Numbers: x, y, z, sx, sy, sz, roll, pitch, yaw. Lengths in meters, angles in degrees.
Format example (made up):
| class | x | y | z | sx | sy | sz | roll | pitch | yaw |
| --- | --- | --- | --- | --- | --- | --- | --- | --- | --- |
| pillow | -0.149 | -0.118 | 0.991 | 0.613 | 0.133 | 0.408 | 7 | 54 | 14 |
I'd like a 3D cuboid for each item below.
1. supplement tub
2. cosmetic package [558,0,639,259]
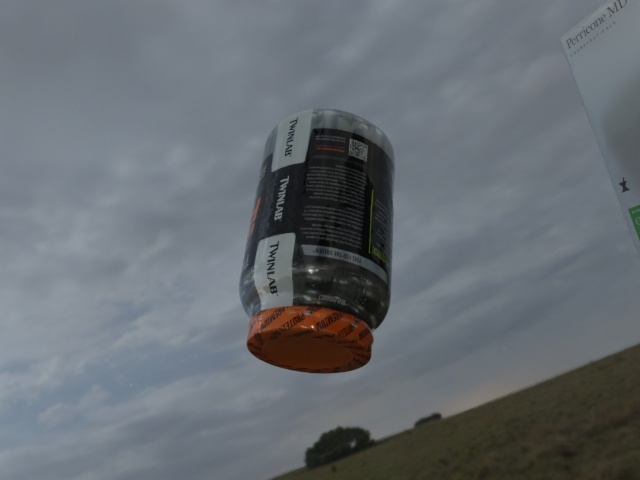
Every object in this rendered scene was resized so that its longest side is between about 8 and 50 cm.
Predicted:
| class | x | y | z | sx | sy | sz | roll | pitch | yaw |
| --- | --- | --- | --- | --- | --- | --- | --- | --- | --- |
| supplement tub | 0.000 | 0.000 | 0.821 | 0.206 | 0.338 | 0.207 | 5 | -31 | 3 |
| cosmetic package | 0.483 | -0.155 | 0.743 | 0.155 | 0.366 | 0.197 | -14 | -10 | -21 |
